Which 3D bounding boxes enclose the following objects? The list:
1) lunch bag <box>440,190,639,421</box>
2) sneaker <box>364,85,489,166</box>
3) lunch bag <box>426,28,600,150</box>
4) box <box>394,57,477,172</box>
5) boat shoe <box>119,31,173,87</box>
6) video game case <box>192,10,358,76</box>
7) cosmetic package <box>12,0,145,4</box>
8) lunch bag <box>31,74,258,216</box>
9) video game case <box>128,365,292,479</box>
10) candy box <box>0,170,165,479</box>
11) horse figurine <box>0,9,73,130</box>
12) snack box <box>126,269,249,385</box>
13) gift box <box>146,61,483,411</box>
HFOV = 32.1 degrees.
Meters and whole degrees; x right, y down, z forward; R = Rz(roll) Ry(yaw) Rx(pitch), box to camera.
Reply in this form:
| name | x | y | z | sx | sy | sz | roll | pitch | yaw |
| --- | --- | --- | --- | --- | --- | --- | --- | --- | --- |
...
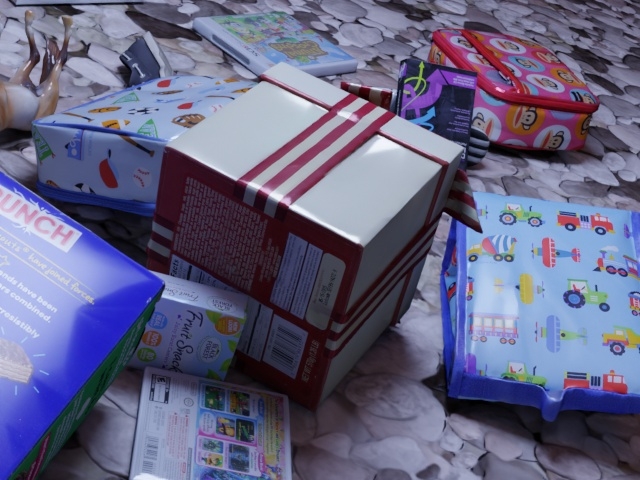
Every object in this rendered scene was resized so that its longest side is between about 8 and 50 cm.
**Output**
| name | x | y | z | sx | sy | sz | roll | pitch | yaw |
| --- | --- | --- | --- | --- | --- | --- | --- | --- | --- |
| lunch bag | 0.253 | 0.085 | 1.242 | 0.221 | 0.138 | 0.293 | 7 | 36 | 1 |
| sneaker | 0.140 | -0.189 | 1.704 | 0.229 | 0.086 | 0.132 | 21 | 24 | -18 |
| lunch bag | 0.294 | -0.255 | 1.862 | 0.258 | 0.120 | 0.293 | 3 | 30 | -22 |
| box | 0.164 | -0.174 | 1.617 | 0.116 | 0.162 | 0.029 | 7 | -2 | -19 |
| boat shoe | -0.234 | -0.213 | 1.552 | 0.065 | 0.075 | 0.206 | -29 | 46 | 3 |
| video game case | -0.073 | -0.324 | 1.842 | 0.193 | 0.023 | 0.212 | 39 | 35 | 29 |
| cosmetic package | -0.397 | -0.421 | 1.771 | 0.239 | 0.060 | 0.099 | -12 | 41 | -43 |
| lunch bag | -0.180 | -0.121 | 1.323 | 0.243 | 0.115 | 0.303 | 8 | 21 | 28 |
| video game case | -0.097 | 0.181 | 1.009 | 0.143 | 0.019 | 0.157 | 14 | 30 | -11 |
| candy box | -0.313 | 0.081 | 0.856 | 0.268 | 0.122 | 0.317 | 34 | 42 | 0 |
| horse figurine | -0.370 | -0.188 | 1.338 | 0.066 | 0.174 | 0.263 | 17 | 16 | 11 |
| snack box | -0.149 | 0.081 | 1.057 | 0.141 | 0.100 | 0.037 | 15 | 38 | -9 |
| gift box | 0.000 | 0.000 | 1.148 | 0.276 | 0.255 | 0.258 | 31 | 40 | 12 |
